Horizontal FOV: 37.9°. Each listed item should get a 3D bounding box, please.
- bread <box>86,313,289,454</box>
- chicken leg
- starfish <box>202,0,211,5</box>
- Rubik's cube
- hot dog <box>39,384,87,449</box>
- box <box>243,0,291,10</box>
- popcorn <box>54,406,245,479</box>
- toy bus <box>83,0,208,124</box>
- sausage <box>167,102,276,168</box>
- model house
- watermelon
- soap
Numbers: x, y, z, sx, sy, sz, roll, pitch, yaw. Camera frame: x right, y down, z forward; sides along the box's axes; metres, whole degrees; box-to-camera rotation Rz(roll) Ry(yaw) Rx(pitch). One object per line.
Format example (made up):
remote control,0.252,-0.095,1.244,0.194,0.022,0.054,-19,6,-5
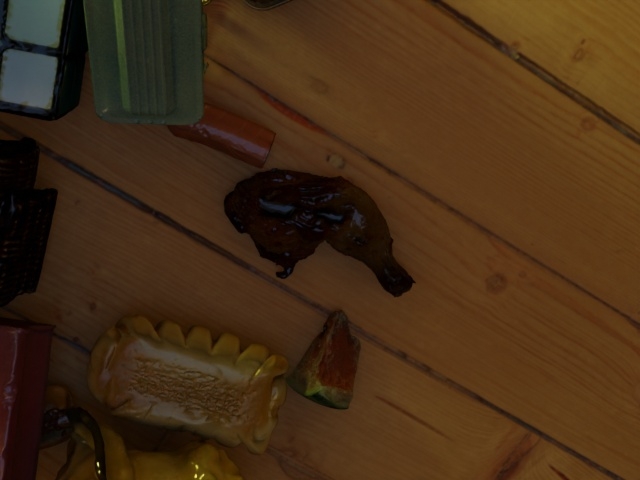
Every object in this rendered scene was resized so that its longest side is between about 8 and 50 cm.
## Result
bread,-0.206,0.215,1.466,0.311,0.121,0.173,18,99,-10
chicken leg,0.005,-0.011,1.455,0.322,0.083,0.177,9,112,-6
starfish,-0.198,-0.373,1.362,0.091,0.028,0.078,27,99,-8
Rubik's cube,-0.425,-0.274,1.296,0.180,0.167,0.183,12,101,-7
hot dog,-0.493,0.295,1.485,0.249,0.076,0.102,-13,101,-1
box,-0.042,-0.401,1.330,0.177,0.111,0.111,-24,105,2
popcorn,-0.275,0.418,1.407,0.349,0.349,0.382,-28,100,2
toy bus,-0.228,-0.329,1.247,0.152,0.190,0.312,1,128,-4
sausage,-0.155,-0.166,1.405,0.169,0.065,0.065,22,102,-9
model house,-0.516,-0.052,1.335,0.282,0.297,0.317,-2,112,-44
watermelon,0.013,0.208,1.527,0.098,0.121,0.158,25,57,-26
soap,-0.541,0.291,1.385,0.232,0.128,0.360,6,88,10
